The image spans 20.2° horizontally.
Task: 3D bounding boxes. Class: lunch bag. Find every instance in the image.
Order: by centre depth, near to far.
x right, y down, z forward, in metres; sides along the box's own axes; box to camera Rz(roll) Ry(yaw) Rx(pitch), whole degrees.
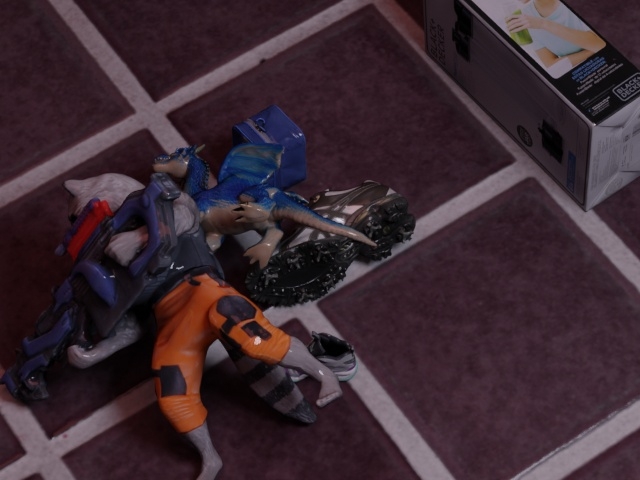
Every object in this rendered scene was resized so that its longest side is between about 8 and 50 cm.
[{"bbox_3d":[-0.059,-0.094,1.945,0.065,0.098,0.067,-31,57,-20],"label":"lunch bag"}]

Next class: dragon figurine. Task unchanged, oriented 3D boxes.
[{"bbox_3d":[-0.070,-0.047,1.868,0.289,0.085,0.144,-4,38,27],"label":"dragon figurine"}]

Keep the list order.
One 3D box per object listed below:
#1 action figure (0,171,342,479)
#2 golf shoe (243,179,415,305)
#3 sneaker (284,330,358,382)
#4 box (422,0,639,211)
[{"bbox_3d":[-0.162,0.083,1.787,0.178,0.341,0.330,-22,77,-50],"label":"action figure"},{"bbox_3d":[0.000,0.000,1.907,0.198,0.077,0.094,-25,41,-14],"label":"golf shoe"},{"bbox_3d":[-0.012,0.113,1.824,0.098,0.069,0.038,-3,56,2],"label":"sneaker"},{"bbox_3d":[0.231,-0.188,1.951,0.087,0.169,0.290,-33,62,-14],"label":"box"}]
